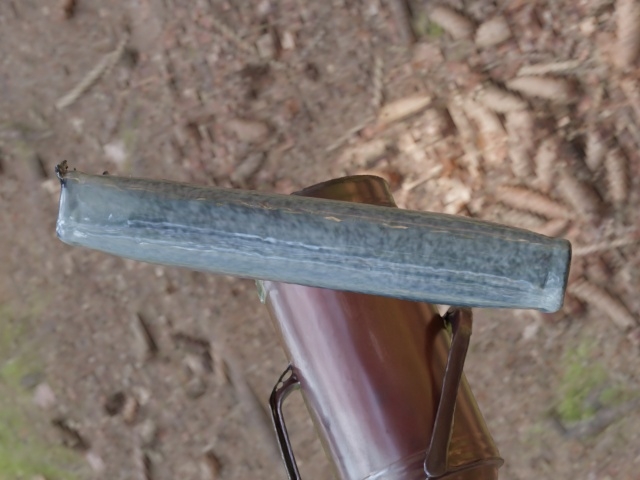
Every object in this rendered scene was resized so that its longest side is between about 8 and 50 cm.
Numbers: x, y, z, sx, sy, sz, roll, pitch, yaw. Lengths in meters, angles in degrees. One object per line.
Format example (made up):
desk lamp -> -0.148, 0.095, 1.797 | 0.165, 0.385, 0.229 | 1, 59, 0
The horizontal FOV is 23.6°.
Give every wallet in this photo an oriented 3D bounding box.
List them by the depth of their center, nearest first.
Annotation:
wallet -> 0.000, 0.002, 0.568 | 0.167, 0.222, 0.036 | 8, 90, 1

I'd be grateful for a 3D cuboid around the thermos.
thermos -> 0.033, 0.088, 0.835 | 0.099, 0.124, 0.232 | 103, 148, -68
